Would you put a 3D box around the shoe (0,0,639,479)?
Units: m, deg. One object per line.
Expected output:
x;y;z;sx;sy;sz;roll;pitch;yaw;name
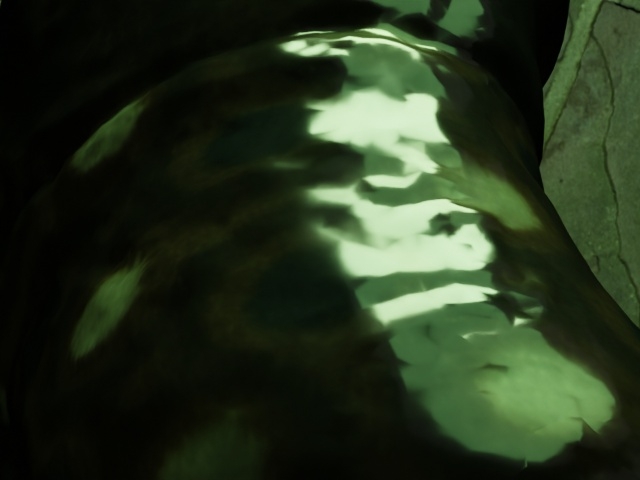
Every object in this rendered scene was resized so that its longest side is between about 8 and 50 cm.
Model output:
0.000;0.000;0.483;0.171;0.237;0.384;14;1;-21;shoe
